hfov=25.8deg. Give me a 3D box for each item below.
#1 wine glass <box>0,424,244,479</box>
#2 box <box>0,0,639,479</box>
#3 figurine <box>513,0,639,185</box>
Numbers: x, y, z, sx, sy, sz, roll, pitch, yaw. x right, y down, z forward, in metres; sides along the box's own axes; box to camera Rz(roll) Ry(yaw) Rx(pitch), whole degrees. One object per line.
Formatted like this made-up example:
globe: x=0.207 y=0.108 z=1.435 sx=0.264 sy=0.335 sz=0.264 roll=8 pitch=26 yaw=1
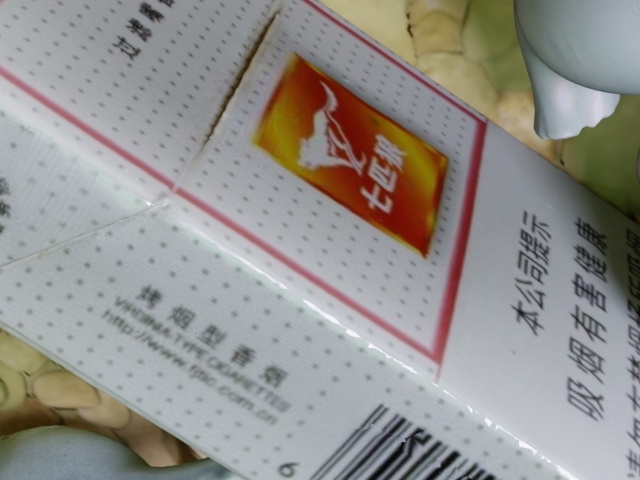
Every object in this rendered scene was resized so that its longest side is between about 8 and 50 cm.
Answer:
wine glass: x=-0.100 y=0.145 z=0.734 sx=0.321 sy=0.143 sz=0.143 roll=-30 pitch=111 yaw=28
box: x=0.000 y=0.001 z=0.576 sx=0.330 sy=0.210 sz=0.095 roll=33 pitch=122 yaw=-9
figurine: x=0.171 y=-0.054 z=0.543 sx=0.189 sy=0.142 sz=0.263 roll=-10 pitch=118 yaw=45
